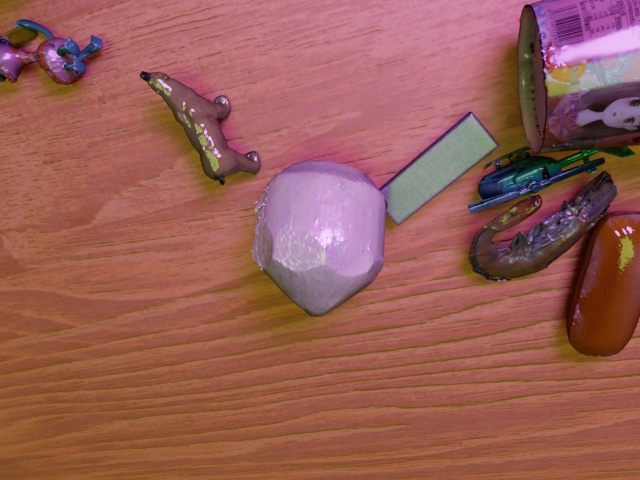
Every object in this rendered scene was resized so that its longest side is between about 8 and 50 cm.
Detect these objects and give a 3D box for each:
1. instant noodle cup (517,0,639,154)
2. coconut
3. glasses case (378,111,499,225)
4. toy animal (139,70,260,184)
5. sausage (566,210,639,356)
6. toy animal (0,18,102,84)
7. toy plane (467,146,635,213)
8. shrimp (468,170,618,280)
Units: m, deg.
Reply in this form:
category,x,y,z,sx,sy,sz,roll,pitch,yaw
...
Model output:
category,x,y,z,sx,sy,sz,roll,pitch,yaw
instant noodle cup,0.385,-0.220,0.525,0.231,0.243,0.243,-7,114,19
coconut,0.000,0.000,0.671,0.224,0.224,0.234,16,72,1
glasses case,0.186,-0.116,0.701,0.205,0.047,0.071,-41,98,23
toy animal,-0.197,-0.185,0.696,0.103,0.101,0.219,-19,111,18
sausage,0.493,0.079,0.717,0.105,0.105,0.275,2,116,8
toy animal,-0.459,-0.310,0.689,0.208,0.100,0.104,5,94,16
toy plane,0.340,-0.107,0.653,0.235,0.096,0.060,-23,111,20
shrimp,0.348,-0.019,0.693,0.173,0.058,0.253,15,132,-17
